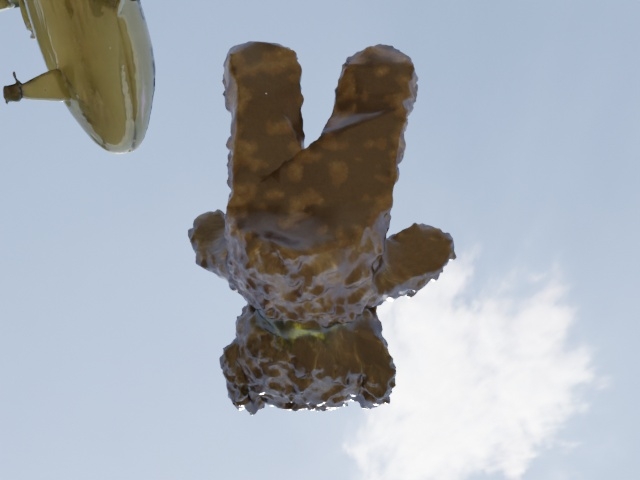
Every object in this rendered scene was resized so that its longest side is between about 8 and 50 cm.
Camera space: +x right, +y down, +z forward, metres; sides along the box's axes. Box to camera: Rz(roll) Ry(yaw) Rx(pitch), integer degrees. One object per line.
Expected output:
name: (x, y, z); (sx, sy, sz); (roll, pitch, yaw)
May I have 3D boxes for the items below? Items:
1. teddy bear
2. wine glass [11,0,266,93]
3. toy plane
teddy bear: (0.001, -0.008, 1.351); (0.246, 0.222, 0.296); (3, -118, 5)
wine glass: (-0.083, -0.177, 1.125); (0.264, 0.309, 0.096); (43, -65, 13)
toy plane: (-0.148, -0.175, 0.843); (0.242, 0.104, 0.256); (-10, -94, 42)
